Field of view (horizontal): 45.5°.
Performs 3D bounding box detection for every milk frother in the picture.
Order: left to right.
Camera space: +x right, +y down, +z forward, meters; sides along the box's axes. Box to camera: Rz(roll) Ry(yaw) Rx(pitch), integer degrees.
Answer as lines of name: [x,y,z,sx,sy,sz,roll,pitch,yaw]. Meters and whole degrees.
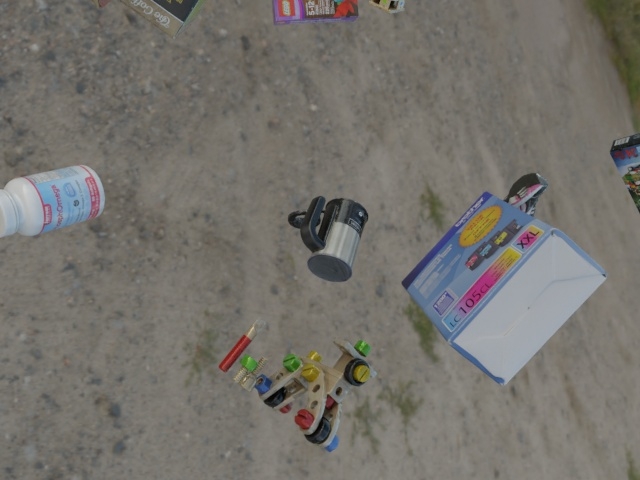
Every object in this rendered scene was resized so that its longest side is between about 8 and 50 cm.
milk frother: [0.000,0.000,1.405,0.129,0.143,0.135,31,53,-16]

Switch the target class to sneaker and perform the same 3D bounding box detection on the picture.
sneaker: [0.447,-0.079,1.681,0.077,0.178,0.072,24,52,-15]

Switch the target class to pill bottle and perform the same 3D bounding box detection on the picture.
pill bottle: [-0.409,-0.057,1.128,0.160,0.087,0.087,-23,99,-46]

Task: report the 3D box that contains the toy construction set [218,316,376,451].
toy construction set: [-0.029,0.278,1.661,0.308,0.257,0.237,39,79,-7]

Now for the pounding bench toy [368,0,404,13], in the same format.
pounding bench toy: [0.121,-0.478,1.443,0.052,0.083,0.065,-26,140,-46]

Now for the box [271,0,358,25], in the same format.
box: [-0.022,-0.661,1.789,0.057,0.200,0.294,-159,-116,-81]

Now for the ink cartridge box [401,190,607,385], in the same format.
ink cartridge box: [0.319,0.068,1.463,0.151,0.270,0.395,41,5,-14]

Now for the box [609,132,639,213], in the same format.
box: [0.663,-0.136,1.363,0.159,0.233,0.044,55,46,-21]

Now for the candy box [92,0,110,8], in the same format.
candy box: [-0.429,-0.522,1.187,0.087,0.183,0.316,-44,106,-4]

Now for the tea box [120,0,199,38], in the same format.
tea box: [-0.327,-0.637,1.505,0.329,0.324,0.220,35,18,-14]
